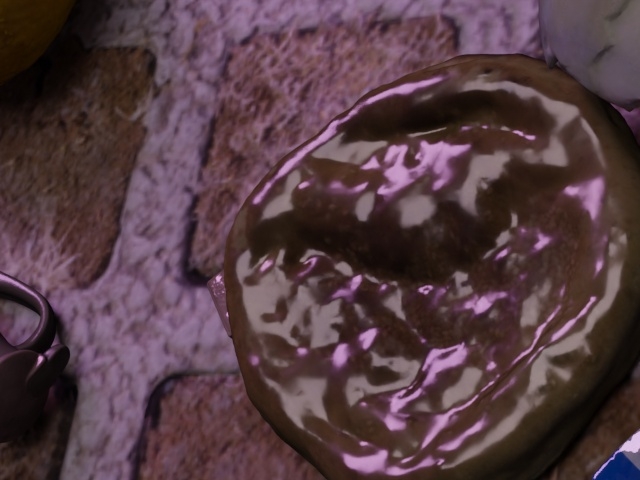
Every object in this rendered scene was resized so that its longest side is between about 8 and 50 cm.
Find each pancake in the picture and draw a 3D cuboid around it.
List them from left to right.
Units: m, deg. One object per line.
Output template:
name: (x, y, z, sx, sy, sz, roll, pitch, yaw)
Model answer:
pancake: (0.070, 0.022, 1.188, 0.294, 0.049, 0.294, -9, 70, 26)

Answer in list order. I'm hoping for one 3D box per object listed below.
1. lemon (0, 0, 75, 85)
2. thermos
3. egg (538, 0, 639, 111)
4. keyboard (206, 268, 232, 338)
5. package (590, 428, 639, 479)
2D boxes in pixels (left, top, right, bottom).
lemon: (-0.267, -0.211, 1.449, 0.192, 0.192, 0.231, -1, 55, 33)
thermos: (-0.261, 0.068, 1.378, 0.193, 0.105, 0.137, 19, 48, 35)
egg: (0.224, -0.168, 1.097, 0.183, 0.183, 0.217, 32, 103, 40)
keyboard: (0.000, 0.000, 1.280, 0.166, 0.017, 0.055, -38, 48, 13)
package: (0.249, 0.124, 1.047, 0.173, 0.027, 0.171, -47, 54, 7)
